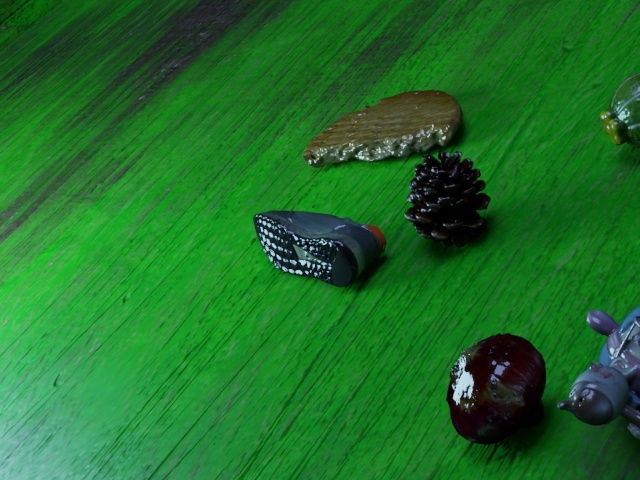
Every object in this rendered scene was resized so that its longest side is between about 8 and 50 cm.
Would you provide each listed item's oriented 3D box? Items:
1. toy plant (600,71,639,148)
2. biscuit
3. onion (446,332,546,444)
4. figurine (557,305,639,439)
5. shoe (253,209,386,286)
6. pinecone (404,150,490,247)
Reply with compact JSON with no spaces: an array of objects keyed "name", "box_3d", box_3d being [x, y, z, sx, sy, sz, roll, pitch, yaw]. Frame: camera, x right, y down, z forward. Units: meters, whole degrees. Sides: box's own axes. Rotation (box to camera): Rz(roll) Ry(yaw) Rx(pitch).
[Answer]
[{"name":"toy plant","box_3d":[0.391,-0.158,1.533,0.162,0.093,0.093,-25,28,2]},{"name":"biscuit","box_3d":[0.093,-0.150,1.823,0.224,0.033,0.144,-9,31,29]},{"name":"onion","box_3d":[0.161,0.135,1.239,0.107,0.097,0.107,-60,7,12]},{"name":"figurine","box_3d":[0.279,0.144,1.097,0.205,0.103,0.260,-3,31,-10]},{"name":"shoe","box_3d":[-0.001,0.000,1.623,0.077,0.074,0.194,-29,29,-30]},{"name":"pinecone","box_3d":[0.138,-0.048,1.536,0.102,0.109,0.102,-15,42,13]}]
